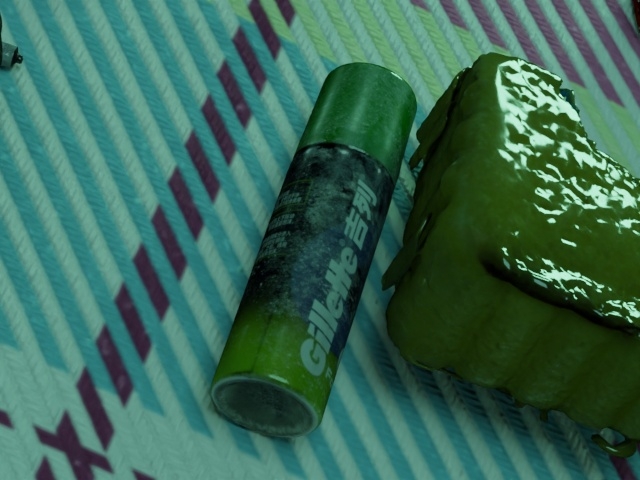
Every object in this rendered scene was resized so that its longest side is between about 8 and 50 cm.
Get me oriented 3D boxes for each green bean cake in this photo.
[{"bbox_3d":[0.207,0.022,1.541,0.310,0.202,0.285,26,44,-7],"label":"green bean cake"}]

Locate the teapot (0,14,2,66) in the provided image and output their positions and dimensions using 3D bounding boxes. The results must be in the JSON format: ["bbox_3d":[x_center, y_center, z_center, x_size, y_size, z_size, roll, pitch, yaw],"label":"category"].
[{"bbox_3d":[-0.377,-0.124,1.420,0.203,0.171,0.225,17,59,26],"label":"teapot"}]

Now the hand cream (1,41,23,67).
[{"bbox_3d":[-0.296,-0.166,1.550,0.093,0.019,0.030,19,59,-2],"label":"hand cream"}]

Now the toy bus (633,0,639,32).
[{"bbox_3d":[0.411,-0.233,1.808,0.195,0.089,0.081,6,61,-17],"label":"toy bus"}]

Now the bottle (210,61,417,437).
[{"bbox_3d":[0.000,0.000,1.521,0.093,0.093,0.330,23,57,-7],"label":"bottle"}]
